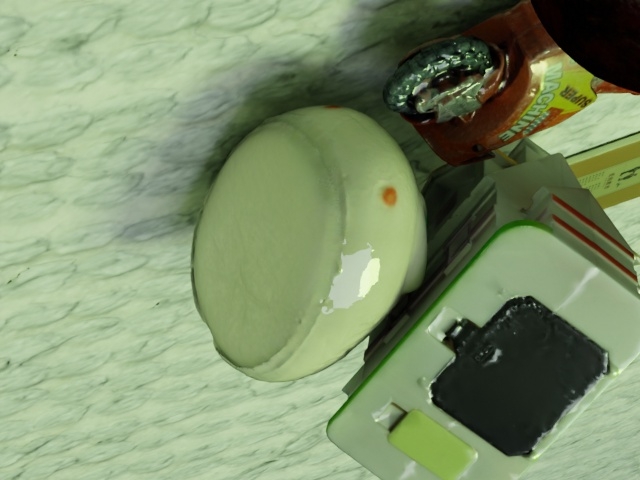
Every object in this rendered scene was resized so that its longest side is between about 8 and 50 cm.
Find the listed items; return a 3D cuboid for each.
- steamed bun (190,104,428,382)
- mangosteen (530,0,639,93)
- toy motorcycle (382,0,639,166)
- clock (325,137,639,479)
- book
[{"bbox_3d":[0.000,0.000,1.266,0.131,0.177,0.228,-4,140,-34],"label":"steamed bun"},{"bbox_3d":[0.212,-0.217,1.051,0.235,0.235,0.261,-36,112,20],"label":"mangosteen"},{"bbox_3d":[0.170,-0.136,1.273,0.298,0.089,0.171,-18,155,-19],"label":"toy motorcycle"},{"bbox_3d":[0.143,0.042,1.357,0.235,0.166,0.309,-50,-169,23],"label":"clock"},{"bbox_3d":[0.260,-0.056,1.600,0.172,0.012,0.118,-19,154,-15],"label":"book"}]
